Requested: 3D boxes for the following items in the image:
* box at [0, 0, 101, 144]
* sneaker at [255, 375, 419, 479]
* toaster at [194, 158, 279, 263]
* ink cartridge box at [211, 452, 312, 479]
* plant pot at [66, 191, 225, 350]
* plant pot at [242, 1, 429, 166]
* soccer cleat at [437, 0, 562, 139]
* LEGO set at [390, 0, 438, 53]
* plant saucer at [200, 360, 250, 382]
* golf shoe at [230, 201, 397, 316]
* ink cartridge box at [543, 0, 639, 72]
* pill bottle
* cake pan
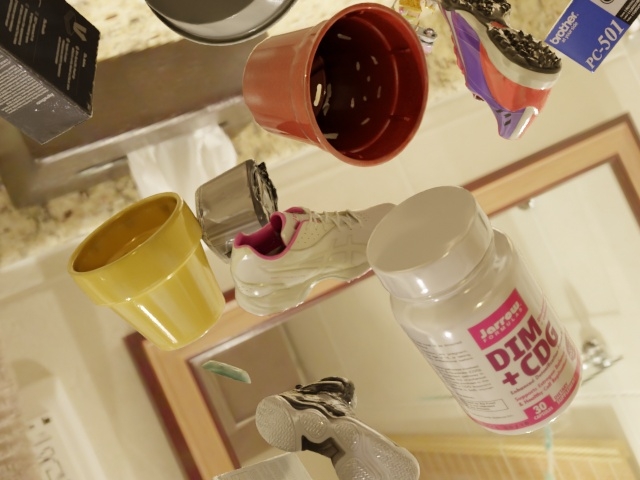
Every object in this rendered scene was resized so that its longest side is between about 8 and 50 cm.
[{"bbox_3d":[-0.357,-0.230,0.926,0.093,0.156,0.158,-23,142,23],"label":"box"},{"bbox_3d":[0.045,0.286,1.184,0.268,0.101,0.153,18,-159,24],"label":"sneaker"},{"bbox_3d":[-0.165,-0.061,1.550,0.146,0.227,0.129,-24,141,11],"label":"toaster"},{"bbox_3d":[-0.061,0.411,1.108,0.066,0.189,0.232,-45,157,21],"label":"ink cartridge box"},{"bbox_3d":[-0.313,0.073,1.478,0.254,0.239,0.254,-24,-153,13],"label":"plant pot"},{"bbox_3d":[0.009,-0.280,1.394,0.272,0.273,0.265,-23,-158,-30],"label":"plant pot"},{"bbox_3d":[0.228,-0.265,1.079,0.108,0.318,0.116,2,128,-18],"label":"soccer cleat"},{"bbox_3d":[0.202,-0.486,1.553,0.287,0.132,0.107,-62,-177,-34],"label":"LEGO set"},{"bbox_3d":[-0.210,0.293,1.728,0.119,0.021,0.119,18,172,3],"label":"plant saucer"},{"bbox_3d":[0.000,0.000,1.186,0.306,0.140,0.115,-27,-143,-18],"label":"golf shoe"},{"bbox_3d":[0.446,-0.370,1.180,0.046,0.097,0.207,-53,175,-48],"label":"ink cartridge box"},{"bbox_3d":[0.180,0.083,0.891,0.160,0.283,0.160,-27,-148,18],"label":"pill bottle"},{"bbox_3d":[-0.139,-0.399,0.972,0.293,0.293,0.054,-25,178,25],"label":"cake pan"}]
